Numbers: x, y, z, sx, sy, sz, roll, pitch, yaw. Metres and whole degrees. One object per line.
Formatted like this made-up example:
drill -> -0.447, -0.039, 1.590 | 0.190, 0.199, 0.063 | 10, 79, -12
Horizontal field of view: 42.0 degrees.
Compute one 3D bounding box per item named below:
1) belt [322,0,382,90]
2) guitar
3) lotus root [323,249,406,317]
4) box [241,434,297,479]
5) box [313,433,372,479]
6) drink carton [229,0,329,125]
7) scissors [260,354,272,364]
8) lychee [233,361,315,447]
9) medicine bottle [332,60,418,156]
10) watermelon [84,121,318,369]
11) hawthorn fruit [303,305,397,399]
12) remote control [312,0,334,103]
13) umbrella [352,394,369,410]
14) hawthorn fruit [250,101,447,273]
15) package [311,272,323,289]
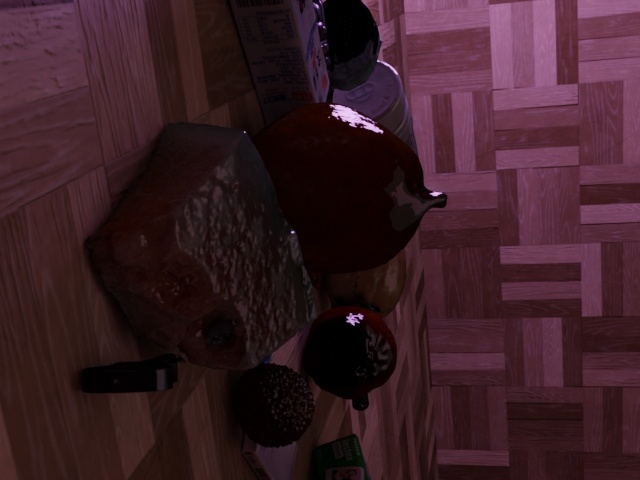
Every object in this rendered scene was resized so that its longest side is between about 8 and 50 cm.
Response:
belt -> 0.054, -0.420, 1.783 | 0.078, 0.151, 0.199 | 32, 59, -74
guitar -> -0.184, 0.141, 0.910 | 0.233, 0.088, 0.025 | 42, 46, -84
lotus root -> 0.097, 0.026, 1.842 | 0.183, 0.182, 0.310 | 66, 22, -57
box -> -0.082, 0.342, 1.372 | 0.198, 0.029, 0.109 | 71, 22, -48
box -> 0.067, 0.535, 1.703 | 0.180, 0.102, 0.250 | -107, -178, -48
drink carton -> -0.063, -0.340, 1.384 | 0.315, 0.106, 0.131 | 74, 21, -45
scissors -> -0.086, 0.086, 1.386 | 0.125, 0.030, 0.256 | 71, 24, -48
lychee -> -0.074, 0.243, 1.247 | 0.129, 0.123, 0.123 | 39, 44, -34
medicine bottle -> 0.126, -0.254, 1.975 | 0.332, 0.189, 0.190 | 66, 26, -57
watermelon -> -0.113, 0.015, 0.986 | 0.302, 0.151, 0.264 | -73, 149, -57
hawthorn fruit -> 0.053, 0.216, 1.689 | 0.251, 0.189, 0.190 | -130, -144, -81
remote control -> -0.025, -0.417, 1.648 | 0.144, 0.062, 0.399 | -57, 142, -68
umbrella -> 0.080, 0.241, 1.961 | 0.067, 0.073, 0.338 | -65, 151, -74
hawthorn fruit -> 0.016, -0.075, 1.321 | 0.311, 0.295, 0.295 | 38, -31, 46
package -> 0.000, 0.000, 1.771 | 0.083, 0.022, 0.201 | 67, 26, -54
